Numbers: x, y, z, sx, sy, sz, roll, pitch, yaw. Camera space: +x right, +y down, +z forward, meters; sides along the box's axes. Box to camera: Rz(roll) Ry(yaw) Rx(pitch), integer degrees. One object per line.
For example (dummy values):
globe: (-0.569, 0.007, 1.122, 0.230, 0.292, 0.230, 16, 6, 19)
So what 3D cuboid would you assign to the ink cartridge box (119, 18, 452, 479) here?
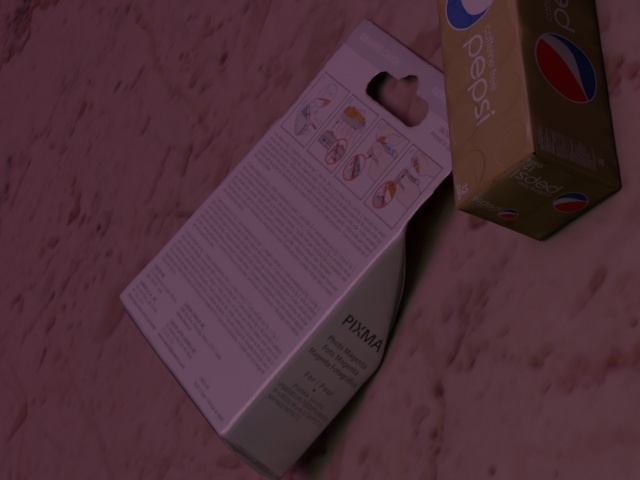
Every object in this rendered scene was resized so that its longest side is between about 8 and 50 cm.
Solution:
ink cartridge box: (0.000, 0.000, 1.158, 0.232, 0.066, 0.189, -45, 33, 0)

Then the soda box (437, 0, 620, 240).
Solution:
soda box: (0.102, -0.094, 1.020, 0.061, 0.058, 0.181, -38, 43, 42)
